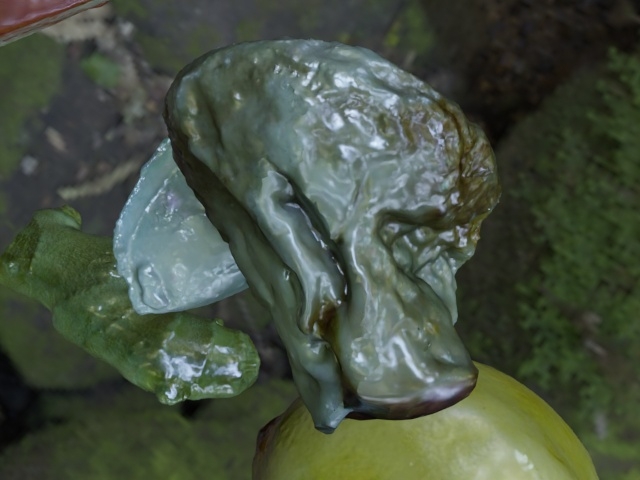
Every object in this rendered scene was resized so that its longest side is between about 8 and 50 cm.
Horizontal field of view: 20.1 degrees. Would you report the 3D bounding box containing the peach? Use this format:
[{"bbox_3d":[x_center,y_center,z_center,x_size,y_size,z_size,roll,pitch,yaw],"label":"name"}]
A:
[{"bbox_3d":[0.096,0.253,1.654,0.314,0.315,0.281,-42,-179,37],"label":"peach"}]

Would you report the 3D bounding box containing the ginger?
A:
[{"bbox_3d":[-0.189,0.062,1.768,0.137,0.290,0.089,-22,142,-48],"label":"ginger"}]

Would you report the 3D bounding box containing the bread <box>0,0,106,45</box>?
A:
[{"bbox_3d":[-0.208,-0.187,1.180,0.114,0.328,0.295,68,20,-10],"label":"bread"}]

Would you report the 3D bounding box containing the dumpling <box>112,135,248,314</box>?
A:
[{"bbox_3d":[-0.066,-0.026,1.416,0.217,0.105,0.149,-20,144,-33],"label":"dumpling"}]

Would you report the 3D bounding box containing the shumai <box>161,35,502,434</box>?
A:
[{"bbox_3d":[0.000,0.000,1.205,0.272,0.222,0.203,29,63,-22],"label":"shumai"}]
